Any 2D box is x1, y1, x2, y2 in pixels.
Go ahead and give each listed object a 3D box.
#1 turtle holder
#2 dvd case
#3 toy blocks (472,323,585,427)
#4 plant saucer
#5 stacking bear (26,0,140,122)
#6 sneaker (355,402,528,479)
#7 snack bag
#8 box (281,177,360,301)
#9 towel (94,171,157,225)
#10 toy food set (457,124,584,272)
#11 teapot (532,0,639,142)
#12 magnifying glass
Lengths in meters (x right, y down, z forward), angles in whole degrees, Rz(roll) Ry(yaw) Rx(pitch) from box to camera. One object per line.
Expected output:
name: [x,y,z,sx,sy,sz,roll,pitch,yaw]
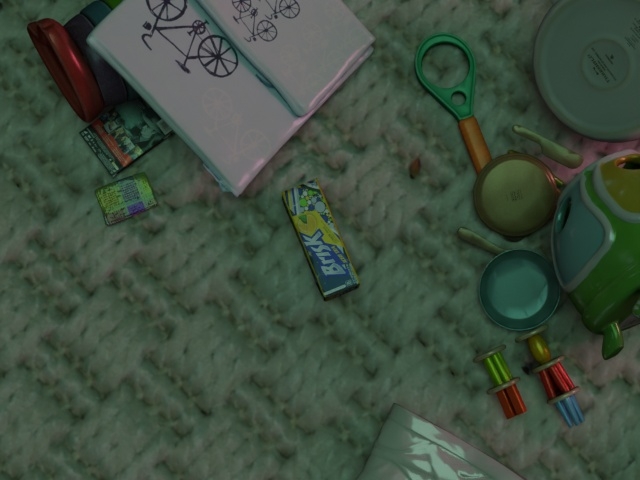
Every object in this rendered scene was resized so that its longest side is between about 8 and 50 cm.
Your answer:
turtle holder: [0.433,-0.009,1.608,0.243,0.320,0.227,-27,68,-2]
dvd case: [-0.288,-0.162,1.785,0.119,0.013,0.087,-38,83,-4]
toy blocks: [0.302,0.211,1.701,0.123,0.054,0.148,-25,82,-4]
plant saucer: [0.288,0.071,1.732,0.119,0.021,0.119,0,93,-1]
stacking bear: [-0.255,-0.308,1.741,0.289,0.175,0.164,-31,107,-14]
sneaker: [0.191,0.369,1.656,0.292,0.108,0.169,28,83,14]
snack bag: [-0.123,-0.286,1.704,0.323,0.037,0.342,48,70,-16]
box: [0.000,0.000,1.736,0.059,0.054,0.169,-22,81,-4]
towel: [-0.290,-0.063,1.770,0.083,0.009,0.060,-23,81,-4]
toy food set: [0.289,-0.065,1.751,0.132,0.038,0.192,29,96,-2]
teapot: [0.438,-0.271,1.717,0.252,0.187,0.256,10,112,31]
magnifying glass: [0.210,-0.203,1.784,0.092,0.026,0.231,-19,82,-3]
